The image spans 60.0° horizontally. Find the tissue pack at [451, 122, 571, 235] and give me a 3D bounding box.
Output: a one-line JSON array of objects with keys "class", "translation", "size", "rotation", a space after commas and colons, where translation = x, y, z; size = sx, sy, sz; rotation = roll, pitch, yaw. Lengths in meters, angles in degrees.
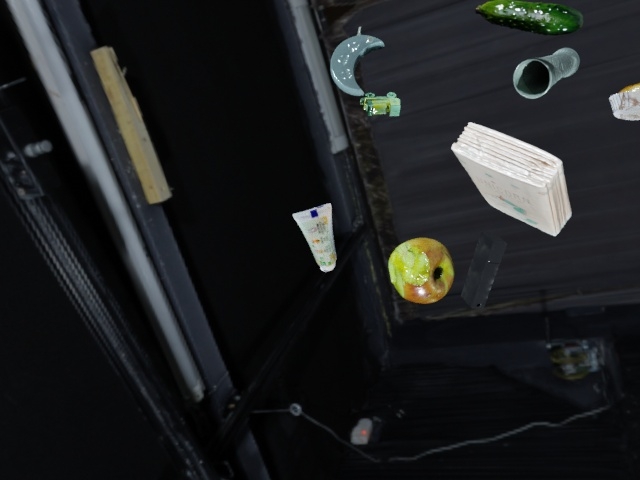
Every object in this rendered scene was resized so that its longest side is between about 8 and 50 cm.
[{"class": "tissue pack", "translation": [0.358, -0.103, 1.005], "size": [0.071, 0.170, 0.325], "rotation": [-58, -29, 3]}]

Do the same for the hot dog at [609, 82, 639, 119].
[{"class": "hot dog", "translation": [0.599, -0.244, 0.939], "size": [0.099, 0.192, 0.053], "rotation": [12, -102, -53]}]

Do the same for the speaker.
[{"class": "speaker", "translation": [0.476, 0.088, 1.623], "size": [0.082, 0.044, 0.218], "rotation": [-119, 38, -64]}]

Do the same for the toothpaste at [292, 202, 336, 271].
[{"class": "toothpaste", "translation": [0.000, 0.000, 1.230], "size": [0.058, 0.056, 0.314], "rotation": [-57, -18, -17]}]

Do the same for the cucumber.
[{"class": "cucumber", "translation": [0.452, -0.489, 1.208], "size": [0.069, 0.227, 0.069], "rotation": [17, -90, -72]}]

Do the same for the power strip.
[{"class": "power strip", "translation": [0.104, -0.542, 1.658], "size": [0.044, 0.137, 0.216], "rotation": [64, -134, -74]}]

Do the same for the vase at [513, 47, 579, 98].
[{"class": "vase", "translation": [0.580, -0.432, 1.403], "size": [0.219, 0.096, 0.096], "rotation": [-31, -70, -40]}]

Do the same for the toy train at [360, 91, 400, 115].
[{"class": "toy train", "translation": [0.180, -0.400, 1.637], "size": [0.050, 0.122, 0.081], "rotation": [93, 172, -46]}]

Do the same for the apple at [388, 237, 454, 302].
[{"class": "apple", "translation": [0.359, 0.112, 2.037], "size": [0.246, 0.226, 0.246], "rotation": [-1, -88, -40]}]
